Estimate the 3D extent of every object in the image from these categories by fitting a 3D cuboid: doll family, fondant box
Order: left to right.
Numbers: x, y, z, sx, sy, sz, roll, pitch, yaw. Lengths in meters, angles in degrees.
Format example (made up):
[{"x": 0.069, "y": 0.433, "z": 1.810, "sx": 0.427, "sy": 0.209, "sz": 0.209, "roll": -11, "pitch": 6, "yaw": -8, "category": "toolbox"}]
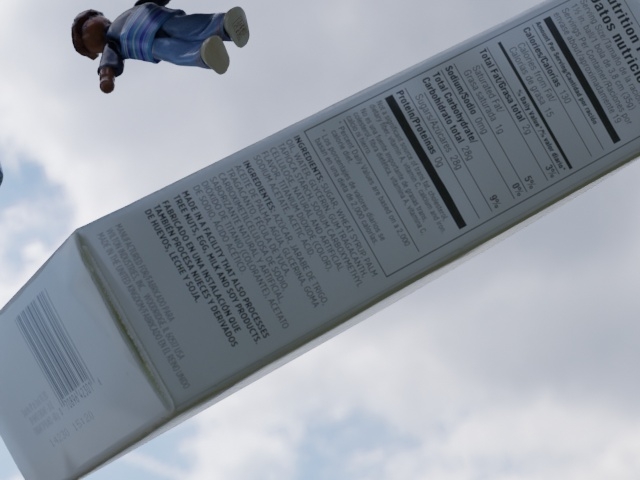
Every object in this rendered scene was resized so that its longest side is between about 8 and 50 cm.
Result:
[{"x": -0.065, "y": -0.154, "z": 1.039, "sx": 0.193, "sy": 0.111, "sz": 0.076, "roll": -46, "pitch": -46, "yaw": -38, "category": "doll family"}, {"x": 0.000, "y": 0.000, "z": 0.971, "sx": 0.330, "sy": 0.096, "sz": 0.238, "roll": -27, "pitch": -4, "yaw": -28, "category": "fondant box"}]

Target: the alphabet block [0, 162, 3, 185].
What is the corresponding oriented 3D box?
[{"x": -0.345, "y": -0.074, "z": 1.183, "sx": 0.193, "sy": 0.197, "sz": 0.192, "roll": -41, "pitch": -37, "yaw": 16, "category": "alphabet block"}]
